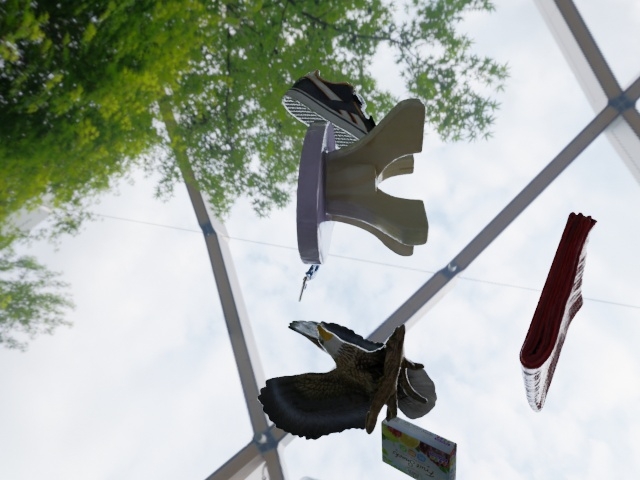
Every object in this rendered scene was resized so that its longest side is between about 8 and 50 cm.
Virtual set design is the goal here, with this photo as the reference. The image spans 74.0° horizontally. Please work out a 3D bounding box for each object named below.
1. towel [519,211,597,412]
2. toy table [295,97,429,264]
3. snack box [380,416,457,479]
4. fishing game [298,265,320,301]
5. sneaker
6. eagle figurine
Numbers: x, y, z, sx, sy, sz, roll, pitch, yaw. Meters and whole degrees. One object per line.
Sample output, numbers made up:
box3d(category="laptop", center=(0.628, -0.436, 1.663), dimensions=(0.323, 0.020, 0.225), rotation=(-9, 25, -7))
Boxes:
box3d(category="towel", center=(0.310, 0.111, 0.556), dimensions=(0.031, 0.275, 0.198), rotation=(18, -110, 35))
box3d(category="toy table", center=(0.064, -0.075, 0.623), dimensions=(0.161, 0.252, 0.274), rotation=(0, -131, 7))
box3d(category="snack box", center=(0.184, 0.404, 0.807), dimensions=(0.141, 0.037, 0.100), rotation=(10, -66, 39))
box3d(category="fishing game", center=(0.000, 0.000, 0.918), dimensions=(0.041, 0.189, 0.264), rotation=(23, -113, 3))
box3d(category="sneaker", center=(0.071, -0.294, 1.037), dimensions=(0.321, 0.126, 0.127), rotation=(37, -106, -7))
box3d(category="eagle figurine", center=(0.044, 0.242, 0.804), dimensions=(0.298, 0.226, 0.225), rotation=(-27, -104, 48))
